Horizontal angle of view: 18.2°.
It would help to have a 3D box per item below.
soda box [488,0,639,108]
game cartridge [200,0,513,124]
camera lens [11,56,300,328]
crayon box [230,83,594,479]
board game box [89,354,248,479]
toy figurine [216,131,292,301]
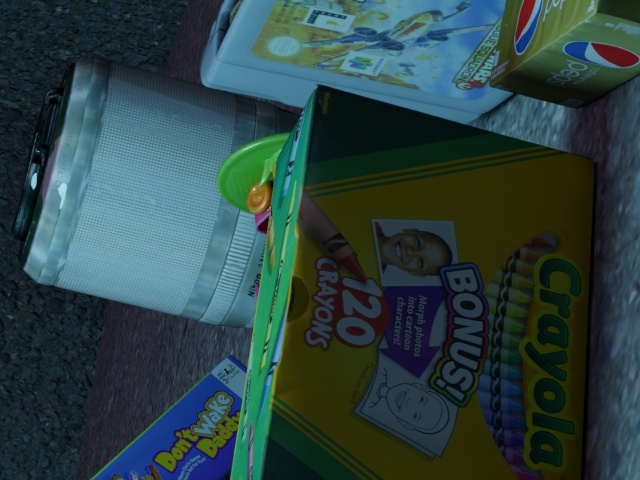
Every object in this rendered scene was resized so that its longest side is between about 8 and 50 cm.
[{"bbox_3d":[0.148,-0.122,1.068,0.181,0.058,0.061,150,133,-75],"label":"soda box"},{"bbox_3d":[0.049,-0.149,1.233,0.297,0.198,0.062,126,156,-66],"label":"game cartridge"},{"bbox_3d":[-0.141,-0.042,1.886,0.219,0.274,0.219,-166,90,-79],"label":"camera lens"},{"bbox_3d":[0.049,0.067,1.043,0.081,0.165,0.278,121,160,-55],"label":"crayon box"},{"bbox_3d":[-0.168,0.287,1.833,0.233,0.078,0.347,-41,-15,-41],"label":"board game box"},{"bbox_3d":[0.000,0.000,1.636,0.173,0.130,0.159,-34,51,38],"label":"toy figurine"}]
